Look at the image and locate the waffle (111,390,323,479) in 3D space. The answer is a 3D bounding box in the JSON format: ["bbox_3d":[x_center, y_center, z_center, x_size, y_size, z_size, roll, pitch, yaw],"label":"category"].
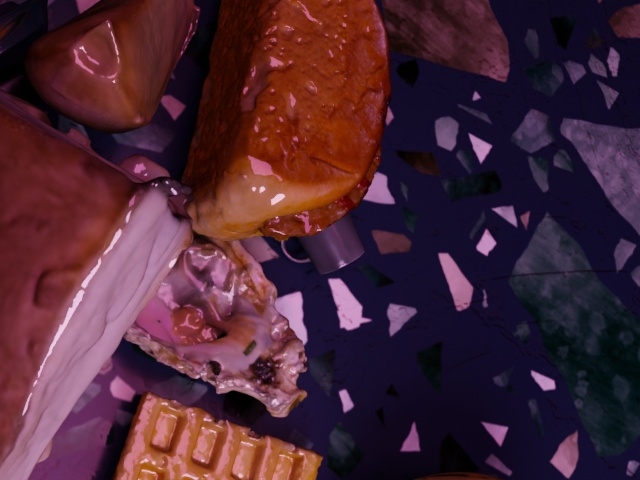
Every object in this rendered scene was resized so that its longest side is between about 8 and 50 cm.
[{"bbox_3d":[-0.135,0.318,1.138,0.248,0.055,0.221,25,71,-22],"label":"waffle"}]

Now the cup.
[{"bbox_3d":[0.000,0.000,1.260,0.100,0.078,0.077,-26,99,6],"label":"cup"}]

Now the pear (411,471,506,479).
[{"bbox_3d":[0.179,0.427,1.149,0.309,0.309,0.309,5,79,-26],"label":"pear"}]

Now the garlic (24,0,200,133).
[{"bbox_3d":[-0.204,-0.241,1.132,0.151,0.196,0.338,44,40,-11],"label":"garlic"}]

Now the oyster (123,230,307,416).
[{"bbox_3d":[-0.157,0.074,1.157,0.354,0.107,0.201,53,42,4],"label":"oyster"}]

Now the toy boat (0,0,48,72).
[{"bbox_3d":[-0.399,-0.212,1.077,0.246,0.093,0.103,-40,107,-26],"label":"toy boat"}]

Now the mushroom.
[{"bbox_3d":[-0.337,0.057,0.975,0.313,0.224,0.397,28,92,10],"label":"mushroom"}]

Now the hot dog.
[{"bbox_3d":[-0.022,-0.171,1.191,0.223,0.185,0.405,23,64,-29],"label":"hot dog"}]
